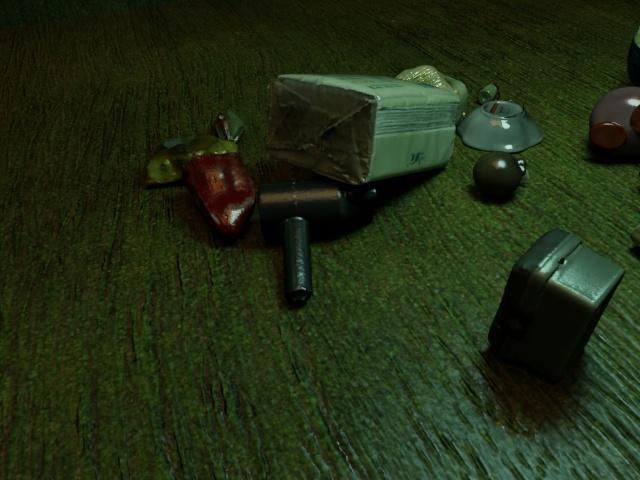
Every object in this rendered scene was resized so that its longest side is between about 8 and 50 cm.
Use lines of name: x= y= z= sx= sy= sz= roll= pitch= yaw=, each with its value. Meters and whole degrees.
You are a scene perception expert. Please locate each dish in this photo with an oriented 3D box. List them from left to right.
dish: x=0.474 y=-0.317 z=1.502 sx=0.230 sy=0.081 sz=0.229 roll=-3 pitch=38 yaw=3

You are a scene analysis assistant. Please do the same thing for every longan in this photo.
longan: x=0.404 y=-0.151 z=1.278 sx=0.119 sy=0.106 sz=0.106 roll=-18 pitch=37 yaw=6

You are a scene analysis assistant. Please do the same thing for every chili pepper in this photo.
chili pepper: x=-0.209 y=-0.095 z=1.287 sx=0.144 sy=0.136 sz=0.252 roll=23 pitch=28 yaw=-45

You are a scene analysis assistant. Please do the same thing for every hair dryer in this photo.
hair dryer: x=0.000 y=0.000 z=1.145 sx=0.244 sy=0.116 sz=0.302 roll=-4 pitch=49 yaw=1

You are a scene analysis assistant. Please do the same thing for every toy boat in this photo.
toy boat: x=-0.256 y=-0.312 z=1.586 sx=0.089 sy=0.071 sz=0.185 roll=26 pitch=22 yaw=-34

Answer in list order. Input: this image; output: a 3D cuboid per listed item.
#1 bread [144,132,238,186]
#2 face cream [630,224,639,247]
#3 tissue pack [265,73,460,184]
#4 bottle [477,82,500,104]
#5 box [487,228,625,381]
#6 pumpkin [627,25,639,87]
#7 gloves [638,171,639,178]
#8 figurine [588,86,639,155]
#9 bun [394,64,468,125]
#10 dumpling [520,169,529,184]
bread: x=-0.328 y=-0.213 z=1.451 sx=0.233 sy=0.088 sz=0.160 roll=-7 pitch=42 yaw=2
face cream: x=0.707 y=0.051 z=1.012 sx=0.139 sy=0.067 sz=0.285 roll=-15 pitch=38 yaw=-12
tissue pack: x=0.102 y=-0.265 z=1.302 sx=0.297 sy=0.207 sz=0.380 roll=23 pitch=25 yaw=34
bottle: x=0.500 y=-0.435 z=1.685 sx=0.063 sy=0.047 sz=0.101 roll=44 pitch=45 yaw=1
box: x=0.356 y=0.101 z=0.875 sx=0.129 sy=0.210 sz=0.148 roll=33 pitch=52 yaw=30
pumpkin: x=0.993 y=-0.469 z=1.556 sx=0.263 sy=0.197 sz=0.293 roll=-35 pitch=52 yaw=-16
gloves: x=0.785 y=-0.108 z=1.188 sx=0.119 sy=0.097 sz=0.229 roll=-28 pitch=38 yaw=-20
figurine: x=0.735 y=-0.286 z=1.368 sx=0.173 sy=0.173 sz=0.173 roll=-3 pitch=38 yaw=2
bun: x=0.285 y=-0.367 z=1.548 sx=0.229 sy=0.145 sz=0.229 roll=-9 pitch=66 yaw=20
dumpling: x=0.446 y=-0.164 z=1.325 sx=0.043 sy=0.059 sz=0.077 roll=-7 pitch=40 yaw=-20
